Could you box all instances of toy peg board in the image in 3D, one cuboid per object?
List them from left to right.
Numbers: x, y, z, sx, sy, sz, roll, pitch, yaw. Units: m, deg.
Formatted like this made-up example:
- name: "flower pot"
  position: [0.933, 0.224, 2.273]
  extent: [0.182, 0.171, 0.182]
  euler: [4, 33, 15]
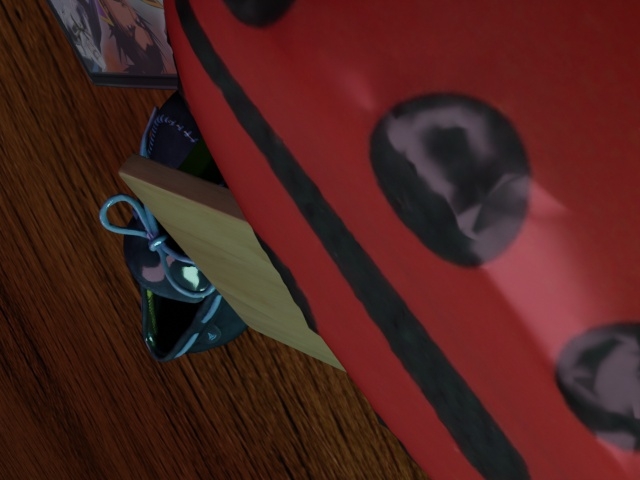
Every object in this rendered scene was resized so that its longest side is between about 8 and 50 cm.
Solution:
- name: "toy peg board"
  position: [0.000, 0.000, 0.874]
  extent: [0.161, 0.079, 0.160]
  euler: [22, 158, 41]

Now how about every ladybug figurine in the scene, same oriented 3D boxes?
- name: "ladybug figurine"
  position: [0.089, -0.009, 0.559]
  extent: [0.449, 0.162, 0.305]
  euler: [53, 158, 0]

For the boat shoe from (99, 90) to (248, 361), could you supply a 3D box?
- name: "boat shoe"
  position: [-0.078, 0.008, 1.009]
  extent: [0.109, 0.089, 0.258]
  euler: [41, 155, 27]

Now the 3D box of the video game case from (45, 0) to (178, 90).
- name: "video game case"
  position: [-0.122, -0.194, 0.866]
  extent: [0.275, 0.035, 0.248]
  euler: [11, 134, 59]
